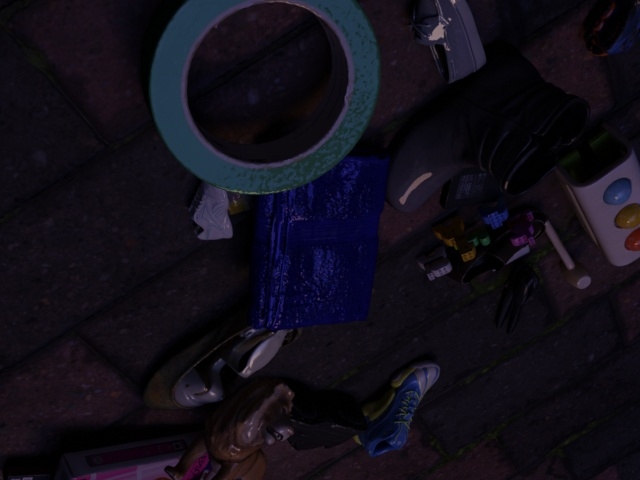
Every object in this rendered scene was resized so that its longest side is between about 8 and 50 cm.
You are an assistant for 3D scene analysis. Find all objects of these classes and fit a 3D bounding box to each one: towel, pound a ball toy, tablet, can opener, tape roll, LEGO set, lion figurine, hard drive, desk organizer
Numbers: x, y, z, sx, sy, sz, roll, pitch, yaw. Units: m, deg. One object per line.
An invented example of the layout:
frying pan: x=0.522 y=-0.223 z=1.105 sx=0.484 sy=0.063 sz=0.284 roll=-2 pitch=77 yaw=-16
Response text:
towel: x=0.000 y=0.000 z=1.443 sx=0.228 sy=0.076 sz=0.308 roll=-3 pitch=113 yaw=-24
pound a ball toy: x=0.526 y=-0.037 z=1.690 sx=0.208 sy=0.136 sz=0.319 roll=-36 pitch=134 yaw=6
tablet: x=0.369 y=0.025 z=1.756 sx=0.083 sy=0.006 sz=0.054 roll=-28 pitch=135 yaw=-1
can opener: x=0.392 y=0.120 z=1.820 sx=0.073 sy=0.059 sz=0.186 roll=-34 pitch=153 yaw=-35
tape roll: x=-0.078 y=-0.222 z=1.222 sx=0.321 sy=0.077 sz=0.321 roll=-8 pitch=119 yaw=-15
LEGO set: x=0.278 y=0.003 z=1.606 sx=0.227 sy=0.093 sz=0.087 roll=-24 pitch=133 yaw=8
lion figurine: x=-0.156 y=0.400 z=1.659 sx=0.240 sy=0.142 sz=0.392 roll=-45 pitch=166 yaw=-27
hard drive: x=0.282 y=-0.105 z=1.587 sx=0.135 sy=0.022 sz=0.094 roll=-8 pitch=131 yaw=-20
towel: x=-0.112 y=-0.072 z=1.427 sx=0.083 sy=0.009 sz=0.060 roll=-14 pitch=132 yaw=-15
desk organizer: x=-0.506 y=0.420 z=1.630 sx=0.130 sy=0.050 sz=0.047 roll=6 pitch=125 yaw=-31

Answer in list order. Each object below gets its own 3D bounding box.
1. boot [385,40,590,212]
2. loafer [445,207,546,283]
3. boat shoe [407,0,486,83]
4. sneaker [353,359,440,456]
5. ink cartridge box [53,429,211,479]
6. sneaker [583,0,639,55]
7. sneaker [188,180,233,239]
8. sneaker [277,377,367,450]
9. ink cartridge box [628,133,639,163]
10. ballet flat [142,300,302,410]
boot: x=0.241 y=-0.133 z=1.399 sx=0.118 sy=0.222 sz=0.338 roll=18 pitch=118 yaw=-38
loafer: x=0.335 y=0.021 z=1.683 sx=0.220 sy=0.078 sz=0.080 roll=-31 pitch=135 yaw=1
boat shoe: x=0.174 y=-0.313 z=1.310 sx=0.081 sy=0.079 sz=0.227 roll=-37 pitch=138 yaw=1
sneaker: x=0.171 y=0.360 z=1.864 sx=0.240 sy=0.126 sz=0.091 roll=-43 pitch=134 yaw=14
ink cartridge box: x=-0.327 y=0.451 z=1.700 sx=0.371 sy=0.069 sz=0.176 roll=-3 pitch=130 yaw=-40
sneaker: x=0.510 y=-0.389 z=1.427 sx=0.087 sy=0.083 sz=0.221 roll=2 pitch=134 yaw=-45
sneaker: x=-0.172 y=-0.055 z=1.381 sx=0.061 sy=0.053 sz=0.152 roll=-13 pitch=134 yaw=-12
sneaker: x=-0.038 y=0.362 z=1.783 sx=0.286 sy=0.109 sz=0.130 roll=26 pitch=122 yaw=-36
ink cartridge box: x=0.732 y=-0.162 z=1.633 sx=0.283 sy=0.207 sz=0.117 roll=-33 pitch=133 yaw=4
ballet flat: x=-0.170 y=0.214 z=1.574 sx=0.348 sy=0.123 sz=0.123 roll=-39 pitch=135 yaw=9
